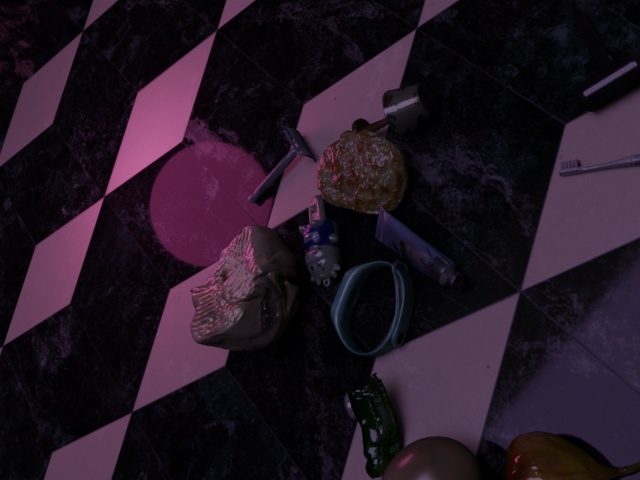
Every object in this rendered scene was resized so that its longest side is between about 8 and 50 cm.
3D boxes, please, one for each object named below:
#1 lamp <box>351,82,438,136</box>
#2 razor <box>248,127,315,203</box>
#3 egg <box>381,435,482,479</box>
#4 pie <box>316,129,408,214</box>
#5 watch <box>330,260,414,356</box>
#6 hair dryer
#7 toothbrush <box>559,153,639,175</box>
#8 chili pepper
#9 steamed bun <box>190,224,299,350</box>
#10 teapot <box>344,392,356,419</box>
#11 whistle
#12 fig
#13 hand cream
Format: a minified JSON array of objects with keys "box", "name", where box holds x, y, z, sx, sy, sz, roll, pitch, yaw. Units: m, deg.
[{"box":[0.174,-0.300,1.795,0.215,0.121,0.121,-20,65,41],"name":"lamp"},{"box":[-0.118,-0.187,2.021,0.232,0.068,0.106,-45,53,25],"name":"razor"},{"box":[0.213,0.499,1.477,0.241,0.186,0.186,-49,53,20],"name":"egg"},{"box":[0.107,-0.170,1.806,0.248,0.090,0.200,16,107,33],"name":"pie"},{"box":[0.123,0.150,1.726,0.195,0.068,0.237,22,91,38],"name":"watch"},{"box":[0.572,-0.394,1.572,0.128,0.070,0.255,-34,52,25],"name":"hair dryer"},{"box":[0.642,-0.166,1.466,0.342,0.025,0.030,-7,70,36],"name":"toothbrush"},{"box":[0.122,0.404,1.627,0.098,0.061,0.224,-11,83,4],"name":"chili pepper"},{"box":[-0.169,0.140,1.862,0.320,0.206,0.275,-51,38,14],"name":"steamed bun"},{"box":[0.098,0.376,1.687,0.064,0.064,0.083,-25,95,21],"name":"teapot"},{"box":[0.000,0.000,1.846,0.110,0.092,0.244,-26,63,40],"name":"whistle"},{"box":[0.464,0.424,1.363,0.257,0.159,0.159,-12,68,13],"name":"fig"},{"box":[0.218,0.024,1.700,0.271,0.058,0.091,40,138,37],"name":"hand cream"}]
